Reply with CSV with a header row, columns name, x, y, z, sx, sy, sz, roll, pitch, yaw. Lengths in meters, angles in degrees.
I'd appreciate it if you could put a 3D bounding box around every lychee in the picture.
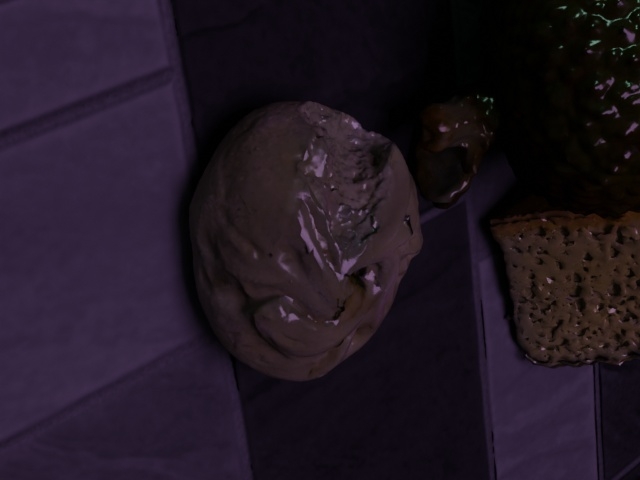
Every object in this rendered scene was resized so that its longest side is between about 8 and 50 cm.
name,x,y,z,sx,sy,sz,roll,pitch,yaw
lychee,0.251,-0.145,1.222,0.270,0.320,0.269,7,90,-76

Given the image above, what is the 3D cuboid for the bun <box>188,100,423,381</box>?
name,x,y,z,sx,sy,sz,roll,pitch,yaw
bun,0.000,0.000,1.118,0.210,0.116,0.237,-35,127,-33

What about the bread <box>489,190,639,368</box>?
name,x,y,z,sx,sy,sz,roll,pitch,yaw
bread,0.314,-0.049,1.461,0.315,0.279,0.248,-88,163,-55
